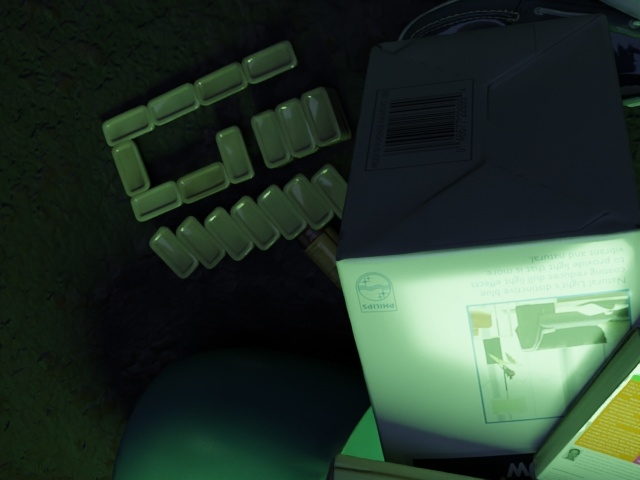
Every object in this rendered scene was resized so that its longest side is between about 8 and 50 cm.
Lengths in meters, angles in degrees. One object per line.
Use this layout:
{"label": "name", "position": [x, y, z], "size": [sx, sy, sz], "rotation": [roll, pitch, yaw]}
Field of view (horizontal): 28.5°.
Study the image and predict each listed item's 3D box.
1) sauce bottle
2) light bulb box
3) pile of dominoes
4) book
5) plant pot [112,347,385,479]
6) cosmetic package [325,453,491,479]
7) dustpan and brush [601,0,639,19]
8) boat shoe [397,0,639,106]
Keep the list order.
{"label": "sauce bottle", "position": [0.000, 0.000, 1.336], "size": [0.042, 0.042, 0.128], "rotation": [-43, 84, 17]}
{"label": "light bulb box", "position": [0.170, 0.049, 1.108], "size": [0.225, 0.358, 0.361], "rotation": [-6, 124, 12]}
{"label": "pile of dominoes", "position": [-0.088, -0.080, 1.332], "size": [0.251, 0.040, 0.196], "rotation": [-21, 86, 19]}
{"label": "book", "position": [0.235, 0.138, 0.928], "size": [0.096, 0.035, 0.144], "rotation": [21, 124, -14]}
{"label": "plant pot", "position": [-0.068, 0.242, 1.295], "size": [0.235, 0.293, 0.293], "rotation": [18, 107, 20]}
{"label": "cosmetic package", "position": [0.144, 0.274, 0.972], "size": [0.309, 0.113, 0.160], "rotation": [10, 138, -4]}
{"label": "dustpan and brush", "position": [0.342, -0.306, 1.185], "size": [0.147, 0.060, 0.211], "rotation": [36, 105, 32]}
{"label": "boat shoe", "position": [0.229, -0.183, 1.220], "size": [0.319, 0.099, 0.116], "rotation": [3, 105, 9]}
